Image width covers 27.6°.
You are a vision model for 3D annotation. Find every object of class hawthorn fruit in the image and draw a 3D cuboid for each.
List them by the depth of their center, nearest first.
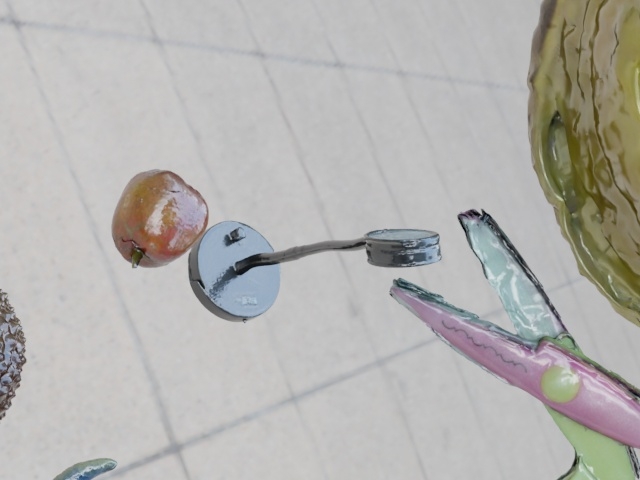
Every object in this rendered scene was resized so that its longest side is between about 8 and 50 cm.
[{"bbox_3d":[-0.125,-0.015,0.997,0.077,0.077,0.077,47,30,-38],"label":"hawthorn fruit"}]

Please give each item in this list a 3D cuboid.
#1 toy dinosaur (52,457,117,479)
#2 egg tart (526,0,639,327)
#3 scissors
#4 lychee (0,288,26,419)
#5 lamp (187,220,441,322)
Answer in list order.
[{"bbox_3d":[-0.154,0.266,0.784,0.075,0.247,0.188,1,36,-47],"label":"toy dinosaur"},{"bbox_3d":[0.247,-0.069,0.602,0.132,0.345,0.345,-19,85,-59],"label":"egg tart"},{"bbox_3d":[0.118,0.067,0.621,0.187,0.133,0.020,44,11,5],"label":"scissors"},{"bbox_3d":[-0.490,0.145,1.645,0.267,0.267,0.267,47,30,-38],"label":"lychee"},{"bbox_3d":[0.001,0.038,1.278,0.130,0.371,0.108,-7,96,-39],"label":"lamp"}]
